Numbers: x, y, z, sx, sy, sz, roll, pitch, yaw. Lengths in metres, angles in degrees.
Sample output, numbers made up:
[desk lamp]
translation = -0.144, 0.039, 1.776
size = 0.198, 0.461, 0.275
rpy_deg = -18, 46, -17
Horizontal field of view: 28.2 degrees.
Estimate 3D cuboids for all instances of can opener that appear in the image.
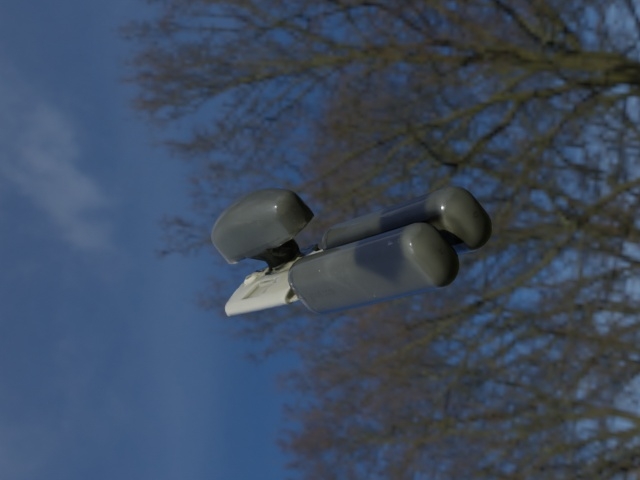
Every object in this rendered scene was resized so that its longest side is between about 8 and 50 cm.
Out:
[can opener]
translation = 0.000, 0.000, 0.901
size = 0.076, 0.283, 0.095
rpy_deg = -45, -76, -28
